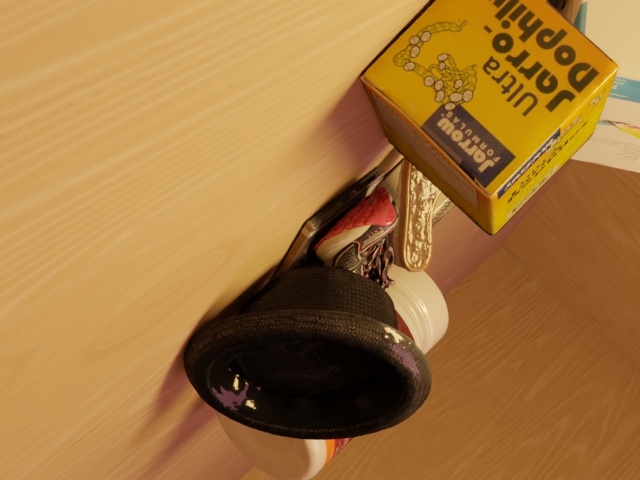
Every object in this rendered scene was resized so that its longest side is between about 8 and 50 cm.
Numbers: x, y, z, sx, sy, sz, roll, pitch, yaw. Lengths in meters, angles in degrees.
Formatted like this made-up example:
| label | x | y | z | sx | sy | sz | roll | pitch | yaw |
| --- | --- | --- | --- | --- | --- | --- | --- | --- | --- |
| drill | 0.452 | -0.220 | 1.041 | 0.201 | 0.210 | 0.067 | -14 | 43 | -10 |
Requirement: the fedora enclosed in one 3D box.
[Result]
| label | x | y | z | sx | sy | sz | roll | pitch | yaw |
| --- | --- | --- | --- | --- | --- | --- | --- | --- | --- |
| fedora | -0.012 | 0.137 | 1.712 | 0.334 | 0.334 | 0.152 | 122 | -17 | -49 |

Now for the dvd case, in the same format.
| label | x | y | z | sx | sy | sz | roll | pitch | yaw |
| --- | --- | --- | --- | --- | --- | --- | --- | --- | --- |
| dvd case | 0.000 | 0.000 | 1.792 | 0.164 | 0.018 | 0.221 | -38 | 167 | -38 |

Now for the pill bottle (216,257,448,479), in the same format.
| label | x | y | z | sx | sy | sz | roll | pitch | yaw |
| --- | --- | --- | --- | --- | --- | --- | --- | --- | --- |
| pill bottle | 0.028 | 0.200 | 2.111 | 0.392 | 0.224 | 0.224 | -39 | 168 | -37 |

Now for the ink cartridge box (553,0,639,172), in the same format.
| label | x | y | z | sx | sy | sz | roll | pitch | yaw |
| --- | --- | --- | --- | --- | --- | --- | --- | --- | --- |
| ink cartridge box | 0.431 | -0.255 | 1.850 | 0.270 | 0.197 | 0.198 | 108 | -8 | -68 |

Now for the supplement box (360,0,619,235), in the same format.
| label | x | y | z | sx | sy | sz | roll | pitch | yaw |
| --- | --- | --- | --- | --- | --- | --- | --- | --- | --- |
| supplement box | 0.197 | -0.155 | 1.478 | 0.195 | 0.194 | 0.356 | -46 | 170 | 1 |

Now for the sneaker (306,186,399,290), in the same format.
| label | x | y | z | sx | sy | sz | roll | pitch | yaw |
| --- | --- | --- | --- | --- | --- | --- | --- | --- | --- |
| sneaker | 0.057 | 0.029 | 1.768 | 0.121 | 0.112 | 0.299 | -42 | 169 | -27 |

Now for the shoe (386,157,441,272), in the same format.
| label | x | y | z | sx | sy | sz | roll | pitch | yaw |
| --- | --- | --- | --- | --- | --- | --- | --- | --- | --- |
| shoe | 0.132 | -0.066 | 1.783 | 0.058 | 0.076 | 0.219 | 14 | -87 | 60 |

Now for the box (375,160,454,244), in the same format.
| label | x | y | z | sx | sy | sz | roll | pitch | yaw |
| --- | --- | --- | --- | --- | --- | --- | --- | --- | --- |
| box | 0.183 | -0.103 | 1.918 | 0.275 | 0.094 | 0.113 | -43 | 170 | -14 |
